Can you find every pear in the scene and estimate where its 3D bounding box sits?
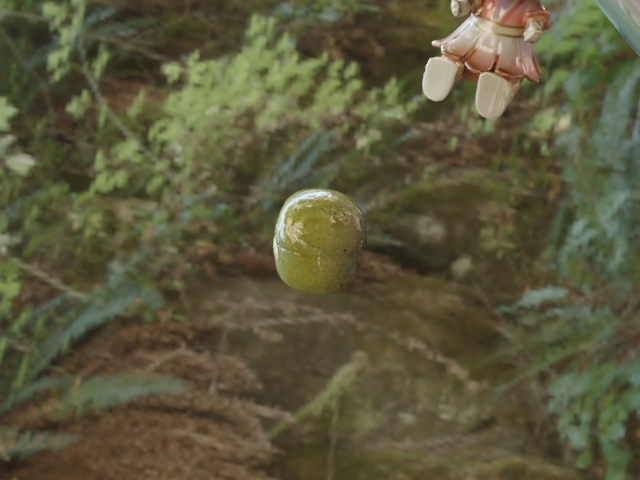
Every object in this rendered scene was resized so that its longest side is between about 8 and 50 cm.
[{"bbox_3d":[0.000,0.000,1.993,0.167,0.136,0.167,-168,90,-89],"label":"pear"}]

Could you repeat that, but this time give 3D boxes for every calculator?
[{"bbox_3d":[0.396,-0.317,1.725,0.045,0.246,0.141,-35,8,44],"label":"calculator"}]

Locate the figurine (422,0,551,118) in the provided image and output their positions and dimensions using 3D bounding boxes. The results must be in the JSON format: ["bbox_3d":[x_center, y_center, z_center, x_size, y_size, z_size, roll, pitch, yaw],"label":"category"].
[{"bbox_3d":[0.130,-0.196,0.975,0.102,0.111,0.195,-45,-26,-63],"label":"figurine"}]
